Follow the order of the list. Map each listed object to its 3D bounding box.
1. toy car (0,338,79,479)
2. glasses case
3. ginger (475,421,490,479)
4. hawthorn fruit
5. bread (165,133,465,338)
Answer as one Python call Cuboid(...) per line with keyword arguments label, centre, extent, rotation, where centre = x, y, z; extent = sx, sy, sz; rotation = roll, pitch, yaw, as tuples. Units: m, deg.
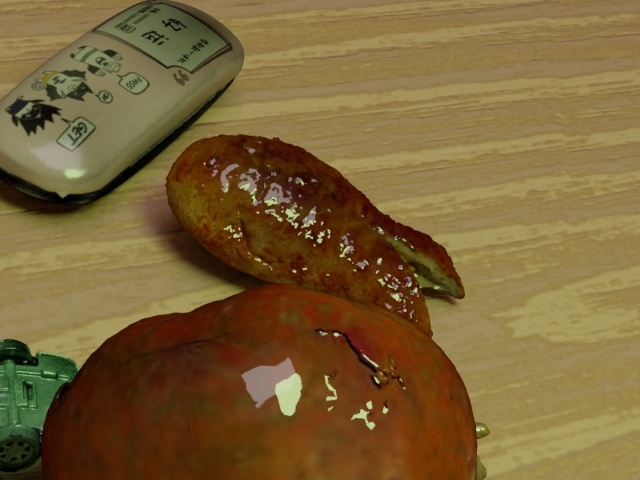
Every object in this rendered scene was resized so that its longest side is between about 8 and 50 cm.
Cuboid(label="toy car", centre=(-0.272, 0.123, 1.116), extent=(0.224, 0.076, 0.090), rotation=(0, 45, -15))
Cuboid(label="glasses case", centre=(-0.177, -0.128, 1.448), extent=(0.122, 0.075, 0.314), rotation=(32, 40, 10))
Cuboid(label="ginger", centre=(0.028, 0.153, 1.234), extent=(0.193, 0.053, 0.176), rotation=(18, 34, -1))
Cuboid(label="hawthorn fruit", centre=(-0.028, 0.188, 1.033), extent=(0.276, 0.276, 0.308), rotation=(-6, 81, -29))
Cuboid(label="bread", centre=(0.000, -0.007, 1.373), extent=(0.268, 0.095, 0.139), rotation=(27, 46, 1))
